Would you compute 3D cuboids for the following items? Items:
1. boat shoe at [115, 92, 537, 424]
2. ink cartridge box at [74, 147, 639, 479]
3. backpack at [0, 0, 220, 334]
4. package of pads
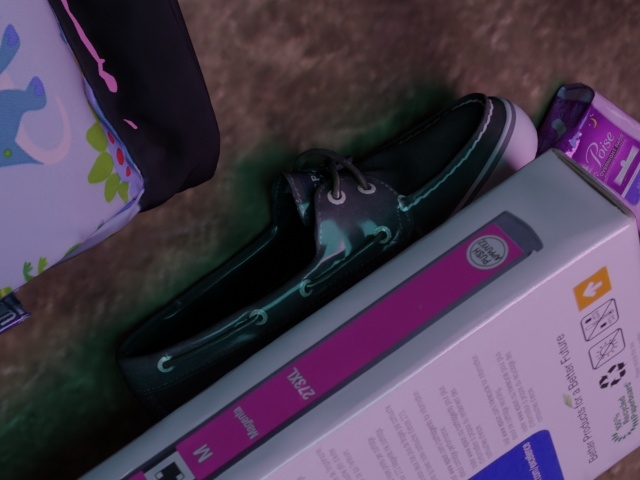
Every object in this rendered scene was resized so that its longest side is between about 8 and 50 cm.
[{"bbox_3d":[0.000,0.000,0.669,0.228,0.080,0.076,-41,118,-4],"label":"boat shoe"},{"bbox_3d":[-0.008,0.127,0.651,0.371,0.069,0.176,-36,141,-9],"label":"ink cartridge box"},{"bbox_3d":[-0.225,-0.056,0.462,0.355,0.273,0.290,-22,118,-8],"label":"backpack"},{"bbox_3d":[0.150,-0.041,0.753,0.083,0.032,0.050,30,86,-29],"label":"package of pads"}]
